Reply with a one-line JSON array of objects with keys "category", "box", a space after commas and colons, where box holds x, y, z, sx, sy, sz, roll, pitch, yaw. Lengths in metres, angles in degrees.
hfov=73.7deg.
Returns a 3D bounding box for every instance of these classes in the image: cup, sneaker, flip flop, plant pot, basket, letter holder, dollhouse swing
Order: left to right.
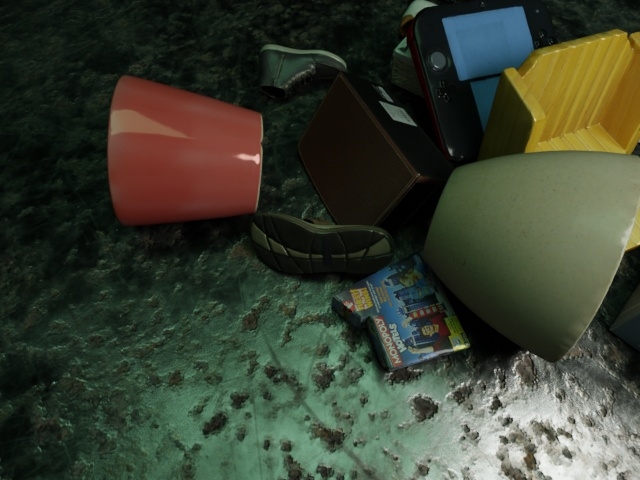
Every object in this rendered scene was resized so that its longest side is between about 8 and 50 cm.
[{"category": "plant pot", "box": [-0.239, -0.155, 0.806, 0.242, 0.275, 0.275, 2, 58, -13]}, {"category": "sneaker", "box": [-0.045, -0.409, 1.075, 0.221, 0.083, 0.118, 4, 77, -8]}, {"category": "flip flop", "box": [0.000, 0.000, 0.805, 0.276, 0.113, 0.080, 3, 21, 10]}, {"category": "letter holder", "box": [0.104, -0.156, 0.887, 0.151, 0.214, 0.302, -1, 51, -41]}, {"category": "basket", "box": [0.272, -0.431, 1.073, 0.167, 0.103, 0.113, 31, 62, 17]}, {"category": "sneaker", "box": [0.353, -0.565, 1.169, 0.289, 0.106, 0.123, 23, 66, 22]}, {"category": "cup", "box": [0.309, -0.005, 0.697, 0.236, 0.331, 0.331, 20, 59, 20]}, {"category": "dollhouse swing", "box": [0.556, -0.181, 0.838, 0.346, 0.315, 0.305, -18, 48, -13]}]

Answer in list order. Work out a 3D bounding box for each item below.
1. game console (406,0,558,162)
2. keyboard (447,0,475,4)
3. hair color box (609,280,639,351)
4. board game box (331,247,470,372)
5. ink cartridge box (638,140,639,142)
[{"category": "game console", "box": [0.402, -0.380, 0.980, 0.386, 0.060, 0.343, -16, 86, -16]}, {"category": "keyboard", "box": [0.490, -0.733, 1.311, 0.201, 0.033, 0.317, -18, 60, -12]}, {"category": "hair color box", "box": [0.716, 0.080, 0.767, 0.185, 0.114, 0.374, 41, 65, 20]}, {"category": "board game box", "box": [0.126, 0.128, 0.747, 0.193, 0.060, 0.194, -13, 60, -9]}, {"category": "ink cartridge box", "box": [0.772, -0.360, 1.038, 0.282, 0.117, 0.207, 32, 63, 16]}]
